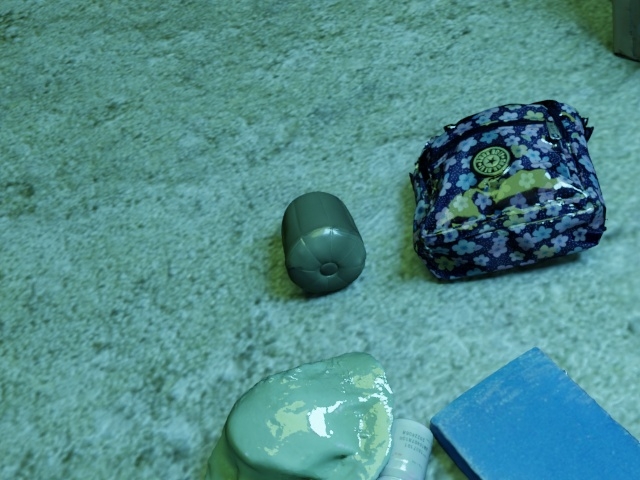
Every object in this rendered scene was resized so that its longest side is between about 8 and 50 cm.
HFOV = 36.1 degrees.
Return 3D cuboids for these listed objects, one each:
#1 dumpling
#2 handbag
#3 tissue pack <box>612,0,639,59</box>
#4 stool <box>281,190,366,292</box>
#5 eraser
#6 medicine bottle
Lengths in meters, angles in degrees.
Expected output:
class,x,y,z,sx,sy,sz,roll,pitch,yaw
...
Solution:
class,x,y,z,sx,sy,sz,roll,pitch,yaw
dumpling,-0.027,0.190,0.960,0.219,0.108,0.152,-43,26,2
handbag,0.211,-0.068,1.131,0.228,0.127,0.208,-15,46,14
tissue pack,0.463,-0.351,1.194,0.238,0.305,0.238,-8,49,10
stool,0.000,0.000,1.153,0.096,0.096,0.110,-17,40,1
eraser,0.245,0.237,0.894,0.144,0.043,0.312,-32,47,-13
medicine bottle,0.077,0.221,0.952,0.052,0.052,0.089,4,49,20
